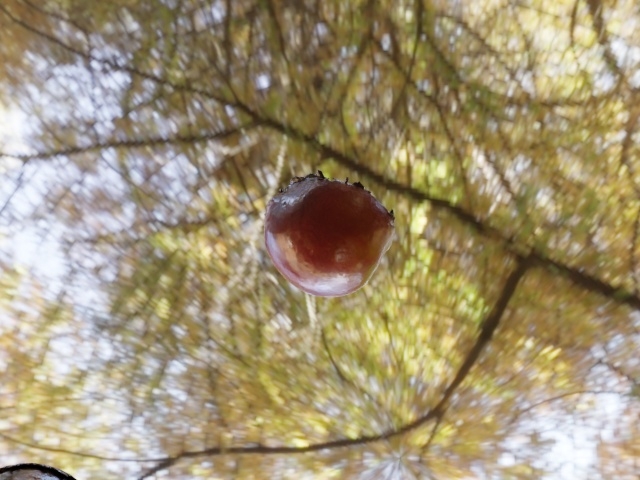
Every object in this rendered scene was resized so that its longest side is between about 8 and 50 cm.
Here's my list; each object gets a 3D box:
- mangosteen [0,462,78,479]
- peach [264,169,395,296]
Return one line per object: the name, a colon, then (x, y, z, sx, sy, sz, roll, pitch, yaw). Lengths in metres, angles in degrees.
mangosteen: (-0.257, 0.250, 1.145, 0.180, 0.166, 0.166, 27, -97, -24)
peach: (0.001, 0.000, 1.032, 0.098, 0.098, 0.061, 21, -139, 6)
